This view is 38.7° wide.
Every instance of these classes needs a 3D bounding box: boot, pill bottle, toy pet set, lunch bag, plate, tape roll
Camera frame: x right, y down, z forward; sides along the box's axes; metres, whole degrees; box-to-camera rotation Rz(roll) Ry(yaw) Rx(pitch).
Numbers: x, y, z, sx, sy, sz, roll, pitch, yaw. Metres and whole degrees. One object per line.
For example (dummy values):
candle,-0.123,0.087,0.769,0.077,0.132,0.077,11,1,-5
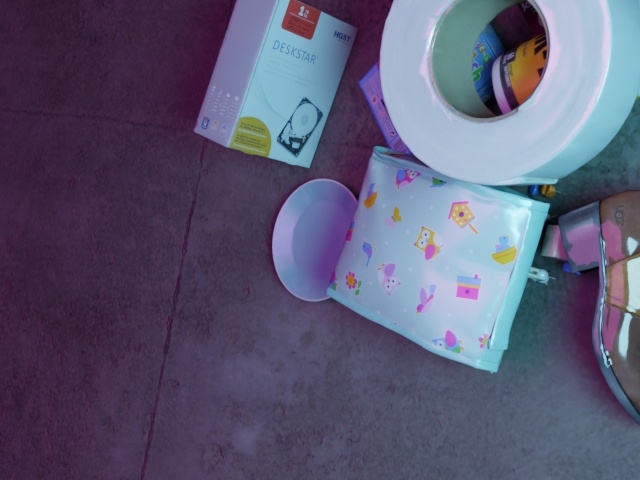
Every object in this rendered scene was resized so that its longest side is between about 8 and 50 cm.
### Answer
boot,0.426,0.050,0.968,0.280,0.096,0.264,-17,79,24
pill bottle,0.317,-0.206,1.066,0.208,0.119,0.119,-24,68,37
toy pet set,0.295,-0.003,1.110,0.114,0.065,0.122,-166,90,-77
lunch bag,0.159,0.020,1.146,0.262,0.160,0.223,27,103,48
plate,0.000,0.000,1.385,0.188,0.024,0.188,-8,77,41
tape roll,0.207,-0.202,1.015,0.286,0.100,0.286,2,94,39

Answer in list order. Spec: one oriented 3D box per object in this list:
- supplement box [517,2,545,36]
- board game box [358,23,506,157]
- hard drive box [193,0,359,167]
supplement box,0.292,-0.287,1.151,0.055,0.043,0.083,-41,58,31
board game box,0.155,-0.225,1.255,0.211,0.039,0.160,-44,57,38
hard drive box,-0.066,-0.244,1.377,0.089,0.181,0.232,27,102,41
